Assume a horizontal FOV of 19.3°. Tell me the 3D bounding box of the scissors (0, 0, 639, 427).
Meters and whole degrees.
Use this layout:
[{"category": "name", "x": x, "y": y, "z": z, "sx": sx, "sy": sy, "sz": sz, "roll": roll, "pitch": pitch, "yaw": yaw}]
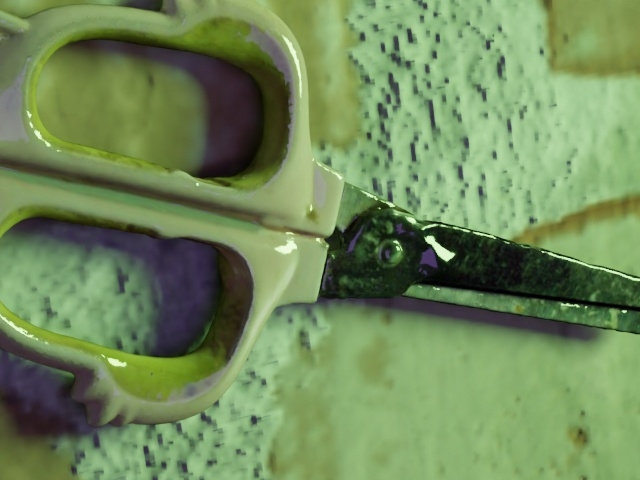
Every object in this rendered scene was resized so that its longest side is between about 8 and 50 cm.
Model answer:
[{"category": "scissors", "x": 0.000, "y": 0.000, "z": 0.677, "sx": 0.318, "sy": 0.024, "sz": 0.160, "roll": 13, "pitch": 91, "yaw": -28}]
